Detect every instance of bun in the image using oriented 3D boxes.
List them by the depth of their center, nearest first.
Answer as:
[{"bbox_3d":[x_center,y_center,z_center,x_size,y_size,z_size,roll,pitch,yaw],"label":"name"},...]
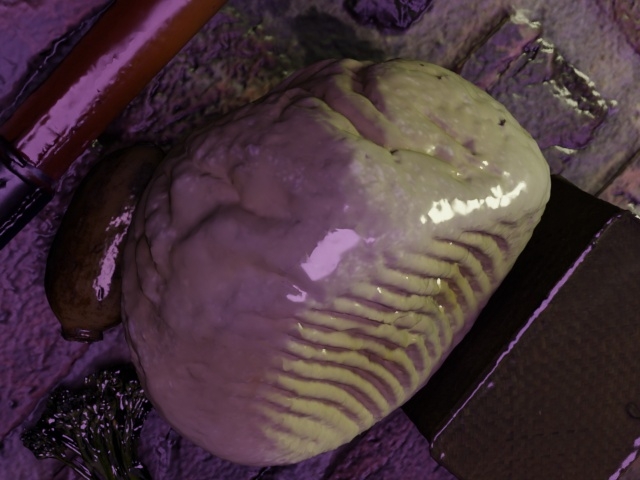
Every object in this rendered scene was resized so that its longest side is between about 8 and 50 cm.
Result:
[{"bbox_3d":[0.000,0.000,0.954,0.352,0.227,0.349,-45,156,1],"label":"bun"}]

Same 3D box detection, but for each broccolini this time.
[{"bbox_3d":[-0.125,0.202,1.090,0.271,0.062,0.123,35,111,-16],"label":"broccolini"}]

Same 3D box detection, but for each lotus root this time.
[{"bbox_3d":[-0.176,0.001,0.997,0.080,0.089,0.179,16,95,-35],"label":"lotus root"}]

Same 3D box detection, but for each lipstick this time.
[{"bbox_3d":[-0.204,-0.099,0.965,0.418,0.077,0.077,-47,112,1],"label":"lipstick"}]

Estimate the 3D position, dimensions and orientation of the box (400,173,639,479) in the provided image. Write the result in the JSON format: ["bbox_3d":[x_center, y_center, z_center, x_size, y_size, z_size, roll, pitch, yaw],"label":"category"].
[{"bbox_3d":[0.216,0.105,1.107,0.184,0.143,0.273,37,94,-22],"label":"box"}]
